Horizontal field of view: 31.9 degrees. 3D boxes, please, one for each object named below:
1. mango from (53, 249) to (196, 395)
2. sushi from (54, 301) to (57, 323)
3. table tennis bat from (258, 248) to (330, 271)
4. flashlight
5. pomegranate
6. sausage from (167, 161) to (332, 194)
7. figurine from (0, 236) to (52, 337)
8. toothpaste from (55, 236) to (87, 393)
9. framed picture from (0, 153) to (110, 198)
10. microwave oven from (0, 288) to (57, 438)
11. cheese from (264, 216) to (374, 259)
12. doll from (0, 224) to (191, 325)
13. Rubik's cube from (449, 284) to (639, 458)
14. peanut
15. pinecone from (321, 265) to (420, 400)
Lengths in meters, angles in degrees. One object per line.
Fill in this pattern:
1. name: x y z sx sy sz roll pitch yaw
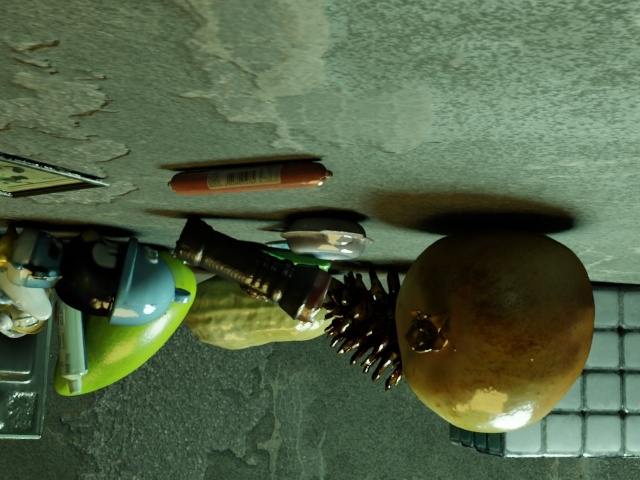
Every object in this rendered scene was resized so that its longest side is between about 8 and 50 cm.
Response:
1. mango: -0.360 0.157 2.002 0.156 0.343 0.192 41 -163 -5
2. sushi: -0.555 0.154 2.641 0.161 0.107 0.241 2 163 0
3. table tennis bat: -0.111 0.029 1.928 0.257 0.039 0.160 6 173 -7
4. flashlight: -0.103 0.042 1.642 0.232 0.093 0.093 22 170 -3
5. pomegranate: 0.239 0.119 1.581 0.319 0.319 0.319 3 171 0
6. sausage: -0.084 -0.070 1.279 0.223 0.029 0.029 -2 170 29
7. figurine: -0.534 0.075 1.900 0.208 0.128 0.184 31 144 26
8. toothpaste: -0.432 0.129 1.916 0.047 0.268 0.069 -6 -179 -18
9. framed picture: -0.396 -0.079 1.382 0.195 0.010 0.199 -4 169 38
10. microwave oven: -0.653 0.204 2.178 0.218 0.355 0.286 10 168 -39
11. cheese: 0.000 0.000 1.642 0.135 0.052 0.244 8 173 -15
12. doll: -0.361 0.051 1.804 0.314 0.141 0.177 17 -164 -13
13. Rubik's cube: 0.471 0.266 2.284 0.343 0.344 0.337 2 171 -9
14. peanut: -0.106 0.135 2.215 0.340 0.158 0.174 -4 151 23
15. pinecone: 0.138 0.153 2.072 0.292 0.246 0.246 18 171 -1
